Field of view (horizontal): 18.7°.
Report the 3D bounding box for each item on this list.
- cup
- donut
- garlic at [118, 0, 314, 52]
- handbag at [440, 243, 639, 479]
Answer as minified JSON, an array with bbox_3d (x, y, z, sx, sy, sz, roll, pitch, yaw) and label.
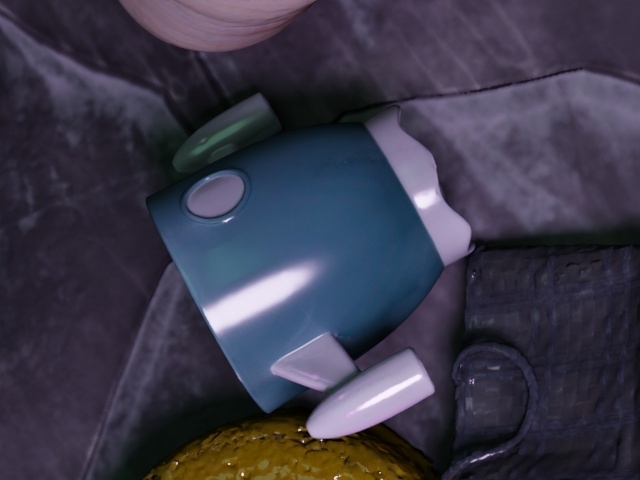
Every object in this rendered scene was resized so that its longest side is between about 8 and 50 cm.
[{"bbox_3d":[0.000,0.000,1.246,0.173,0.167,0.300,-30,46,1],"label":"cup"},{"bbox_3d":[-0.031,0.231,1.248,0.272,0.107,0.272,-3,79,18],"label":"donut"},{"bbox_3d":[-0.062,-0.277,1.273,0.322,0.241,0.322,-39,31,29],"label":"garlic"},{"bbox_3d":[0.153,0.116,1.184,0.175,0.088,0.270,-8,59,28],"label":"handbag"}]
